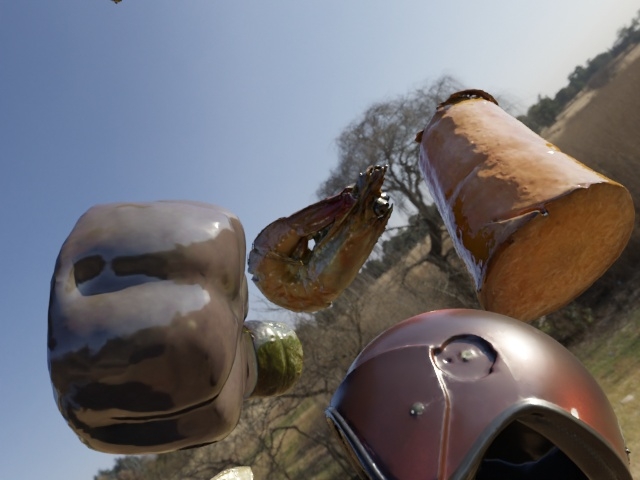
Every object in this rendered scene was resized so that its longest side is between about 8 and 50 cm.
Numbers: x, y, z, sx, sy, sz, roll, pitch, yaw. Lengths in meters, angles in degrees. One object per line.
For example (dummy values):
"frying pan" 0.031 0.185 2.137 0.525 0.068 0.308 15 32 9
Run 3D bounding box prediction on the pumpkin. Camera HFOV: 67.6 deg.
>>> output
"pumpkin" -0.179 0.303 1.197 0.281 0.189 0.139 -23 -18 40

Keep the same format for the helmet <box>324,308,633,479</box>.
"helmet" 0.111 0.151 0.366 0.216 0.189 0.193 -3 37 27

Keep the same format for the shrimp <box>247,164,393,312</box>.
"shrimp" 0.000 0.001 0.663 0.294 0.154 0.062 -51 15 31

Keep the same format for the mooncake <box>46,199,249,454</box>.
"mooncake" -0.139 0.073 0.448 0.134 0.244 0.245 -1 -17 -4

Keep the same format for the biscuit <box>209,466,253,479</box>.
"biscuit" -0.179 0.523 0.824 0.038 0.141 0.289 -42 32 29

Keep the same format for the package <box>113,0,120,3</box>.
"package" -0.453 -0.567 0.903 0.168 0.226 0.090 -8 54 45

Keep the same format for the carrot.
"carrot" 0.211 -0.054 0.581 0.196 0.254 0.195 -12 -47 -13
